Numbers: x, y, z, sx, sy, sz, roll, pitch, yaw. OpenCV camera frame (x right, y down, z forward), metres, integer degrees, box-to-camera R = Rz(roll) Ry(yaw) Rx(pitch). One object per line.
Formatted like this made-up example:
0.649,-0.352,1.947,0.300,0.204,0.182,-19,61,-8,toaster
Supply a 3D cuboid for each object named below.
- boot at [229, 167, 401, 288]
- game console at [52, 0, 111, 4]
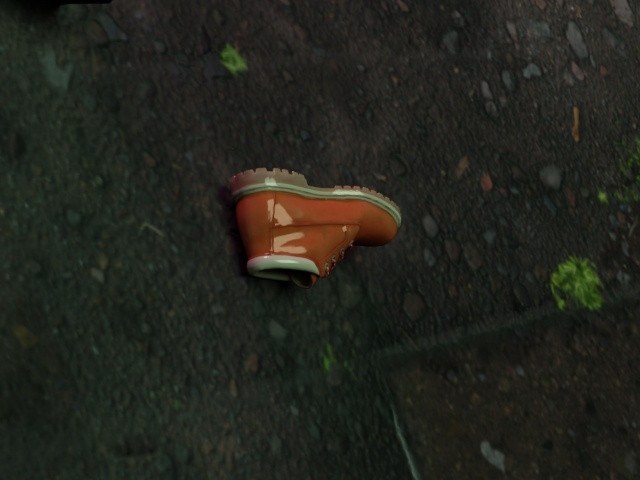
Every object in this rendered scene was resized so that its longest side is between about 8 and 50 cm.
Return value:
0.000,0.000,1.489,0.158,0.059,0.085,8,66,-39,boot
-0.204,-0.220,1.358,0.122,0.107,0.071,29,77,-38,game console
